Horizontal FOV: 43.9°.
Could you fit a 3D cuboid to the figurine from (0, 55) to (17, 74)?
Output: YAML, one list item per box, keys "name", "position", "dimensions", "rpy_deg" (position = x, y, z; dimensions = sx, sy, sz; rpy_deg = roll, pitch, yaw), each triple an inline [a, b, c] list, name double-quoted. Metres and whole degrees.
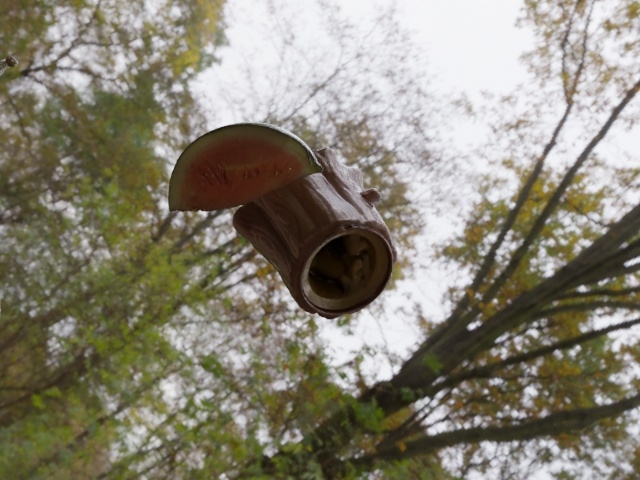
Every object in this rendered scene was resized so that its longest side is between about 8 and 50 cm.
- name: "figurine"
  position: [-0.644, -0.182, 1.216]
  dimensions: [0.207, 0.387, 0.166]
  rpy_deg: [48, -14, -15]

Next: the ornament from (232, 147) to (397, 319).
- name: "ornament"
  position: [0.000, 0.000, 1.267]
  dimensions: [0.218, 0.235, 0.221]
  rpy_deg: [-125, -160, -52]

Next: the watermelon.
- name: "watermelon"
  position: [-0.123, -0.110, 1.163]
  dimensions: [0.063, 0.245, 0.119]
  rpy_deg: [-49, 124, -78]
